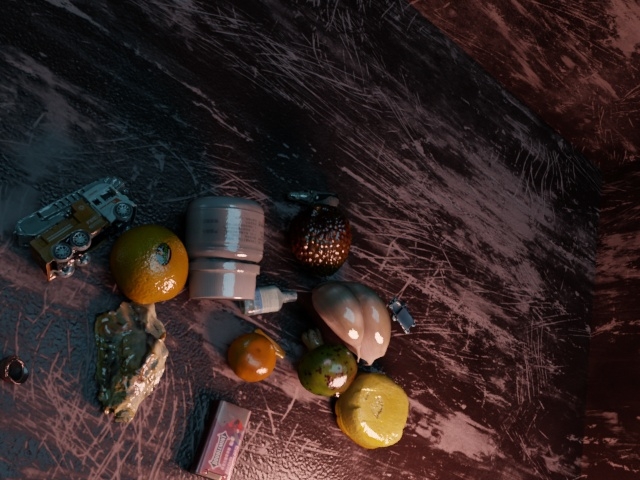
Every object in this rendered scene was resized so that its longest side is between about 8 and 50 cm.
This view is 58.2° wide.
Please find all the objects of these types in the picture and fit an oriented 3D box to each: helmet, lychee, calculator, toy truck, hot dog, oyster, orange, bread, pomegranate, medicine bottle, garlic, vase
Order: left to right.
[{"bbox_3d":[-0.799,0.336,1.477,0.065,0.049,0.084,-85,158,-56],"label":"helmet"},{"bbox_3d":[-0.674,-0.057,1.628,0.184,0.133,0.338,45,57,3],"label":"toy truck"},{"bbox_3d":[-0.530,0.331,1.631,0.201,0.107,0.354,2,76,-30],"label":"oyster"},{"bbox_3d":[-0.494,0.067,1.663,0.236,0.236,0.236,10,71,-32],"label":"orange"},{"bbox_3d":[-0.300,0.031,1.786,0.245,0.245,0.306,7,80,-33],"label":"medicine bottle"},{"bbox_3d":[-0.218,0.371,1.823,0.156,0.124,0.156,17,51,-22],"label":"orange"},{"bbox_3d":[-0.176,0.199,1.943,0.209,0.054,0.090,-4,77,-37],"label":"medicine bottle"},{"bbox_3d":[-0.173,0.348,1.918,0.137,0.028,0.044,45,30,-19],"label":"hot dog"},{"bbox_3d":[-0.031,-0.157,2.140,0.211,0.060,0.059,3,75,-34],"label":"vase"},{"bbox_3d":[0.000,0.000,2.021,0.236,0.236,0.271,-31,117,-36],"label":"lychee"},{"bbox_3d":[0.012,0.410,1.939,0.202,0.202,0.247,-7,63,-36],"label":"pomegranate"},{"bbox_3d":[0.099,0.293,1.965,0.231,0.246,0.340,-20,88,-54],"label":"garlic"},{"bbox_3d":[0.185,0.593,2.023,0.270,0.148,0.269,13,65,-31],"label":"bread"},{"bbox_3d":[0.323,0.298,2.280,0.094,0.019,0.141,-40,99,-36],"label":"calculator"}]

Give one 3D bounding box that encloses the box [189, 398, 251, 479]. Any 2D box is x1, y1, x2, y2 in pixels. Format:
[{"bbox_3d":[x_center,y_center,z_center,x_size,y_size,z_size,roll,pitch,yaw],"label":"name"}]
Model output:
[{"bbox_3d":[-0.299,0.604,1.733,0.120,0.069,0.224,28,62,-25],"label":"box"}]
